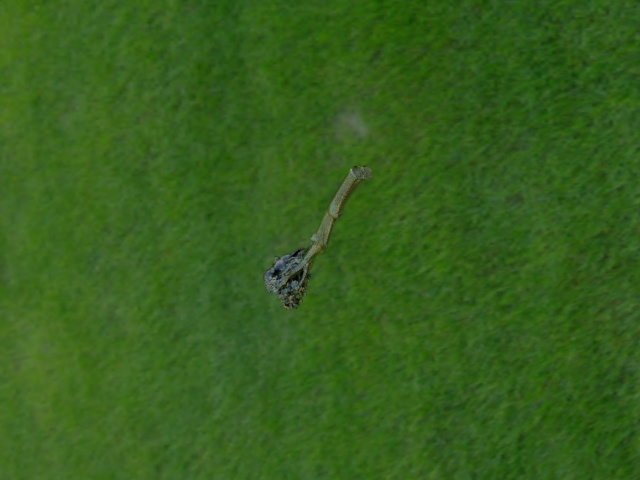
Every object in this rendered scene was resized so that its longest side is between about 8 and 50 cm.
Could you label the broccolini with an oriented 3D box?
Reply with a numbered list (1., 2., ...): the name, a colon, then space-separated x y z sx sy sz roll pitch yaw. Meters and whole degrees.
1. broccolini: 0.000 0.001 0.982 0.044 0.042 0.218 33 148 -4
